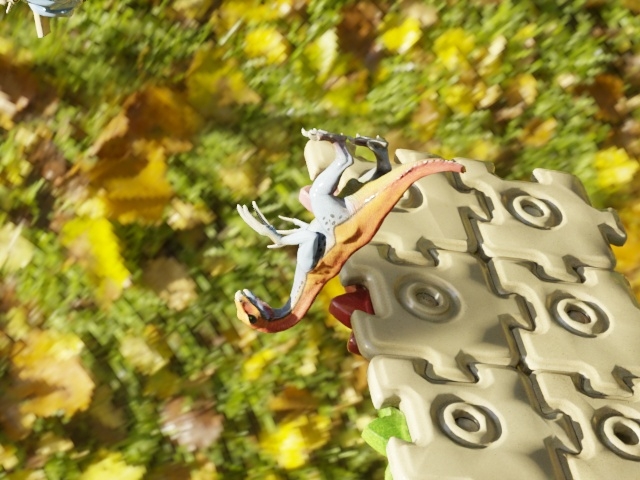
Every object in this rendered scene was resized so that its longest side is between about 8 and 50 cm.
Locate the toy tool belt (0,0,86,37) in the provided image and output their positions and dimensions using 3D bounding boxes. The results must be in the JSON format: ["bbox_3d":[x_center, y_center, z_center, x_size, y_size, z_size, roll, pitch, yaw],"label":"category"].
[{"bbox_3d":[-0.142,-0.133,0.890,0.052,0.083,0.051,16,89,4],"label":"toy tool belt"}]

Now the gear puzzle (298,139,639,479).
[{"bbox_3d":[0.094,0.079,0.813,0.176,0.044,0.339,6,39,-19],"label":"gear puzzle"}]

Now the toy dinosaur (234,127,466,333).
[{"bbox_3d":[0.000,0.000,0.652,0.047,0.090,0.082,1,103,-47],"label":"toy dinosaur"}]
